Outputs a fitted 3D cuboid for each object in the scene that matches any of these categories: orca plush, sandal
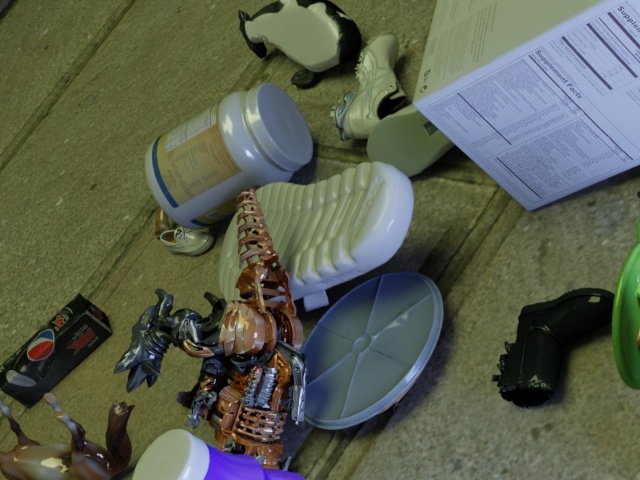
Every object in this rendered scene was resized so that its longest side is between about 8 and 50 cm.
[{"bbox_3d":[-0.011,-0.305,1.830,0.287,0.102,0.151,-5,95,59],"label":"orca plush"},{"bbox_3d":[-0.005,0.015,1.431,0.416,0.102,0.169,-10,60,61],"label":"sandal"}]

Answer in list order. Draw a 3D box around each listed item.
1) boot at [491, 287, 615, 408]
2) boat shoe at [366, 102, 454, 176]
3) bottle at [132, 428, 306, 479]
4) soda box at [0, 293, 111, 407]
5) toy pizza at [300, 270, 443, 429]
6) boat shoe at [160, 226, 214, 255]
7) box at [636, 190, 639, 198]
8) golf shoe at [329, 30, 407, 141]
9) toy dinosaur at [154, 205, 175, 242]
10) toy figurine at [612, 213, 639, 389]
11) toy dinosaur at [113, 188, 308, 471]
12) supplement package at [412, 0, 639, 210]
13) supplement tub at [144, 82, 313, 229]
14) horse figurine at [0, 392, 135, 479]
[{"bbox_3d":[0.218,0.100,1.131,0.121,0.045,0.099,-19,38,46],"label":"boot"},{"bbox_3d":[0.146,-0.141,1.451,0.081,0.079,0.227,-26,-3,-40],"label":"boat shoe"},{"bbox_3d":[-0.039,0.256,1.030,0.118,0.283,0.092,-54,33,-9],"label":"bottle"},{"bbox_3d":[-0.379,0.157,1.731,0.169,0.060,0.053,-42,36,6],"label":"soda box"},{"bbox_3d":[0.054,0.119,1.307,0.201,0.032,0.201,-32,33,23],"label":"toy pizza"},{"bbox_3d":[-0.190,-0.002,1.715,0.100,0.035,0.035,1,55,50],"label":"boat shoe"},{"bbox_3d":[0.371,-0.030,1.113,0.116,0.029,0.162,-38,31,12],"label":"box"},{"bbox_3d":[0.084,-0.202,1.615,0.086,0.069,0.176,9,62,29],"label":"golf shoe"},{"bbox_3d":[-0.214,-0.093,1.817,0.112,0.064,0.212,-27,37,29],"label":"toy dinosaur"},{"bbox_3d":[0.339,0.045,0.989,0.159,0.130,0.173,5,82,36],"label":"toy figurine"},{"bbox_3d":[-0.083,0.117,1.341,0.218,0.164,0.322,-6,57,45],"label":"toy dinosaur"},{"bbox_3d":[0.267,-0.198,1.234,0.262,0.198,0.199,-25,37,41],"label":"supplement package"},{"bbox_3d":[-0.125,-0.115,1.663,0.199,0.144,0.144,-27,37,27],"label":"supplement tub"},{"bbox_3d":[-0.328,0.258,1.498,0.263,0.174,0.066,-7,39,27],"label":"horse figurine"}]
